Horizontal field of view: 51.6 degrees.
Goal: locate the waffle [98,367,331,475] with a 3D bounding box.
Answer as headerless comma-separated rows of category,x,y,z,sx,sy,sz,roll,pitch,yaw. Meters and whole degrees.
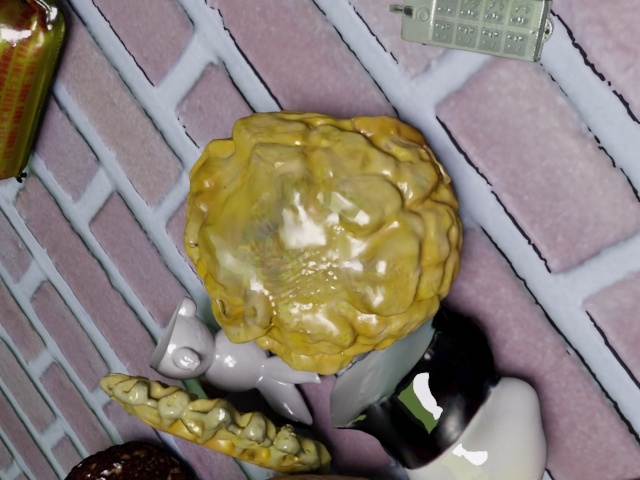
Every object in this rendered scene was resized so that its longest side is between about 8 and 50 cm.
waffle,-0.115,0.205,0.733,0.250,0.056,0.261,7,154,37

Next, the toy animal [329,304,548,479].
toy animal,0.115,0.163,0.602,0.179,0.138,0.166,45,149,2

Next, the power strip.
power strip,0.114,-0.175,0.523,0.136,0.019,0.050,20,122,28

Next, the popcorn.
popcorn,0.000,0.000,0.577,0.250,0.190,0.250,2,93,30

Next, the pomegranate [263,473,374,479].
pomegranate,-0.016,0.409,0.661,0.410,0.410,0.409,15,117,31

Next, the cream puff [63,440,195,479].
cream puff,-0.262,0.401,0.945,0.239,0.165,0.239,15,118,31

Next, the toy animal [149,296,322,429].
toy animal,-0.099,0.155,0.763,0.182,0.127,0.131,21,105,-22

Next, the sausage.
sausage,-0.386,-0.207,0.806,0.125,0.117,0.317,48,130,12
